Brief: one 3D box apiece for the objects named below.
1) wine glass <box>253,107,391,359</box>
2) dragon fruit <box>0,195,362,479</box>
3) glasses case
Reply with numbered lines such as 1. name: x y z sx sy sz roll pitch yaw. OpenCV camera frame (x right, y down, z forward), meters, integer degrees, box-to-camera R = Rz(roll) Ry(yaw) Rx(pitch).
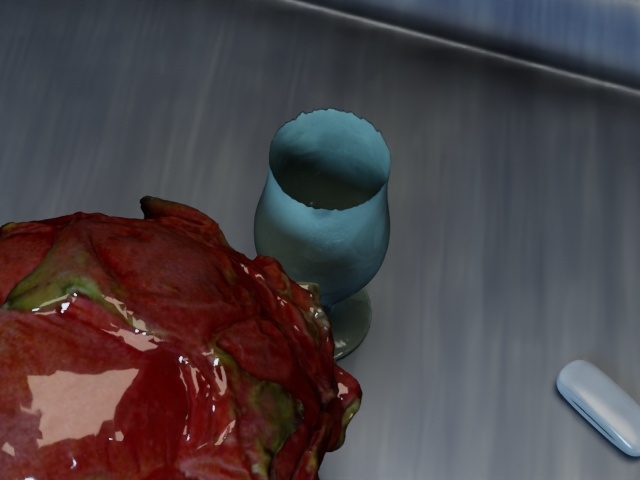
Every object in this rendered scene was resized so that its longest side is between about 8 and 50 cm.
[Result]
1. wine glass: 0.000 0.000 0.940 0.093 0.202 0.093 2 57 -4
2. dragon fruit: -0.143 0.118 0.814 0.342 0.277 0.277 -23 62 -11
3. glasses case: 0.204 0.119 0.987 0.032 0.021 0.083 -37 67 -26
